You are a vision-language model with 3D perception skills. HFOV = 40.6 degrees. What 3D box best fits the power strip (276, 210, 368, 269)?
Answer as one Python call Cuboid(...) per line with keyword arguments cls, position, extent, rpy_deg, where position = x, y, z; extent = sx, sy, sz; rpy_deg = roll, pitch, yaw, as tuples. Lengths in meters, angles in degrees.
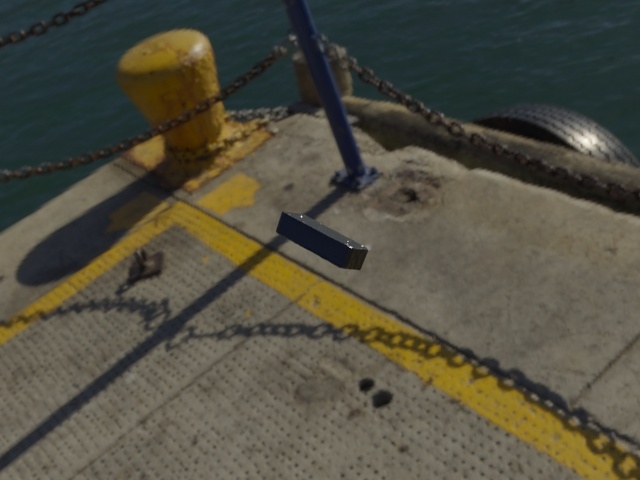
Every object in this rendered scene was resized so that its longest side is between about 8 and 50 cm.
Cuboid(cls="power strip", position=(0.000, 0.000, 0.935), extent=(0.111, 0.029, 0.038), rpy_deg=(29, 13, 39))
